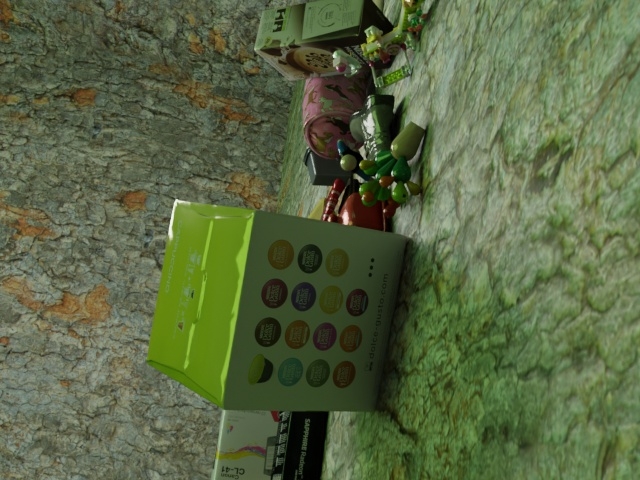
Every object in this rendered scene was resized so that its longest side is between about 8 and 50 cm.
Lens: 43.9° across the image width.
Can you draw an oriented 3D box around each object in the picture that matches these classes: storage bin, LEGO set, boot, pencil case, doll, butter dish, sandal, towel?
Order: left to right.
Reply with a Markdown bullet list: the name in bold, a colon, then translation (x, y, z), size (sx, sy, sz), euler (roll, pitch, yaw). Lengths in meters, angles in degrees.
- **towel**: translation (0.000, 0.000, 1.891), size (0.199, 0.031, 0.274), euler (113, 175, -78)
- **storage bin**: translation (0.025, -0.196, 2.189), size (0.098, 0.135, 0.091), euler (113, 155, -55)
- **pencil case**: translation (0.046, -0.375, 2.083), size (0.160, 0.167, 0.386), euler (-32, 33, 26)
- **butter dish**: translation (0.072, -0.030, 1.687), size (0.160, 0.118, 0.160), euler (-88, 13, -45)
- **doll**: translation (0.081, -0.182, 1.863), size (0.046, 0.129, 0.189), euler (-39, -3, 11)
- **sandal**: translation (0.085, -0.103, 1.922), size (0.219, 0.060, 0.090), euler (-39, -33, -81)
- **boot**: translation (0.114, -0.217, 1.794), size (0.246, 0.083, 0.161), euler (124, 147, -77)
- **LEGO set**: translation (0.158, -0.413, 1.658), size (0.287, 0.132, 0.107), euler (-34, 59, 46)

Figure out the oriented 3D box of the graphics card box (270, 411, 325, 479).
- **graphics card box**: translation (-0.064, 0.555, 1.946), size (0.233, 0.094, 0.370), euler (122, 158, -69)

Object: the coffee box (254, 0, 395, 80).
- **coffee box**: translation (0.012, -0.494, 1.949), size (0.168, 0.297, 0.118), euler (31, -116, -53)

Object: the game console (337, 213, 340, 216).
- **game console**: translation (0.063, 0.034, 1.798), size (0.085, 0.124, 0.144), euler (-40, 31, 32)

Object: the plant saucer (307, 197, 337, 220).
- **plant saucer**: translation (-0.028, 0.101, 2.198), size (0.332, 0.081, 0.332), euler (127, 153, -54)

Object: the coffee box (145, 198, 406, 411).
- **coffee box**: translation (-0.094, 0.117, 1.505), size (0.338, 0.334, 0.337), euler (10, 91, 56)

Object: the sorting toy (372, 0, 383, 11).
- **sorting toy**: translation (0.135, -0.630, 2.272), size (0.208, 0.038, 0.193), euler (119, 160, -64)

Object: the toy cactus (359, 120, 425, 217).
- **toy cactus**: translation (0.144, -0.134, 1.495), size (0.180, 0.112, 0.219), euler (-58, 11, 12)

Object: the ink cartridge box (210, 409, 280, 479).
- **ink cartridge box**: translation (-0.182, 0.588, 2.235), size (0.131, 0.226, 0.306), euler (124, 154, -72)
